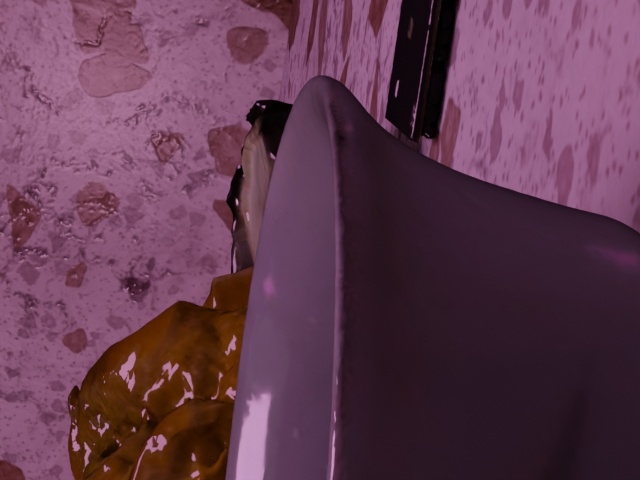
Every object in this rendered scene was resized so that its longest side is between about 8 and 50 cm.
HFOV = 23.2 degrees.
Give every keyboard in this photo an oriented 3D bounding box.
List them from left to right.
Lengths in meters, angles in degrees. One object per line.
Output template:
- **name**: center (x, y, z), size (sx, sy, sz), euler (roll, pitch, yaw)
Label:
- **keyboard**: center (0.090, -0.235, 1.163), size (0.106, 0.027, 0.317), euler (-118, 34, -71)

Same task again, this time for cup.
- **cup**: center (0.054, 0.120, 0.589), size (0.347, 0.163, 0.347), euler (-173, 90, -84)

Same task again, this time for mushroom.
- **mushroom**: center (0.002, 0.000, 1.330), size (0.344, 0.130, 0.248), euler (112, 147, -71)

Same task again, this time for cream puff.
- **cream puff**: center (-0.031, 0.160, 0.903), size (0.291, 0.257, 0.324), euler (100, 173, -58)
